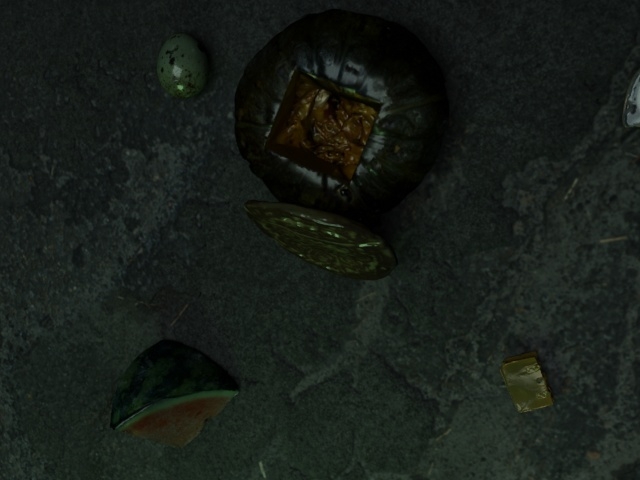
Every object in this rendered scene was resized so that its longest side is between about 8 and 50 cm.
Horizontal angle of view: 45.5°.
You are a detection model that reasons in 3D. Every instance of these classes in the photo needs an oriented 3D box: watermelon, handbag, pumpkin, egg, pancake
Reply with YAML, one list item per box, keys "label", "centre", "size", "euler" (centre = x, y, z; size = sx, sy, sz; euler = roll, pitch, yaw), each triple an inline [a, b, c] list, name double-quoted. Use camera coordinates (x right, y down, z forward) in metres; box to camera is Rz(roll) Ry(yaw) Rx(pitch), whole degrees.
- label: "watermelon"
  centre: [-0.261, 0.297, 1.345]
  size: [0.136, 0.207, 0.202]
  euler: [-4, 117, 49]
- label: "handbag"
  centre: [0.315, 0.216, 1.161]
  size: [0.061, 0.027, 0.083]
  euler: [-22, 94, 23]
- label: "pumpkin"
  centre: [0.026, -0.177, 1.107]
  size: [0.321, 0.192, 0.320]
  euler: [5, 105, 17]
- label: "egg"
  centre: [-0.225, -0.287, 1.250]
  size: [0.085, 0.085, 0.110]
  euler: [-13, 77, 24]
- label: "pancake"
  centre: [0.000, 0.001, 1.146]
  size: [0.250, 0.250, 0.031]
  euler: [16, 73, 18]

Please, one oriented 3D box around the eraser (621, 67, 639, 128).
- label: "eraser"
  centre: [0.440, -0.177, 0.888]
  size: [0.171, 0.290, 0.087]
  euler: [-10, 95, 23]
